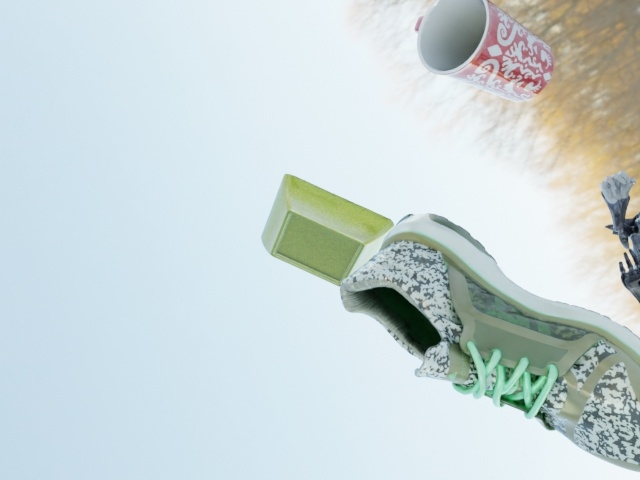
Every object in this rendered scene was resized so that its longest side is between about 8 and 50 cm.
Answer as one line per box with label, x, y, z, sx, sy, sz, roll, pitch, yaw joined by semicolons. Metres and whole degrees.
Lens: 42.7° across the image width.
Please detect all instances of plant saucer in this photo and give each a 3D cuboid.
plant saucer;0.000;0.000;1.315;0.188;0.188;0.045;24;-128;-1

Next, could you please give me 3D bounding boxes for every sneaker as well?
sneaker;0.182;0.132;0.885;0.410;0.158;0.182;34;-139;30

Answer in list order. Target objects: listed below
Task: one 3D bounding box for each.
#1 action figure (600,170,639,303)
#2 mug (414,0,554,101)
action figure;0.459;-0.025;1.083;0.275;0.164;0.140;-58;-40;-58
mug;0.218;-0.263;1.084;0.169;0.113;0.150;12;-138;-42
